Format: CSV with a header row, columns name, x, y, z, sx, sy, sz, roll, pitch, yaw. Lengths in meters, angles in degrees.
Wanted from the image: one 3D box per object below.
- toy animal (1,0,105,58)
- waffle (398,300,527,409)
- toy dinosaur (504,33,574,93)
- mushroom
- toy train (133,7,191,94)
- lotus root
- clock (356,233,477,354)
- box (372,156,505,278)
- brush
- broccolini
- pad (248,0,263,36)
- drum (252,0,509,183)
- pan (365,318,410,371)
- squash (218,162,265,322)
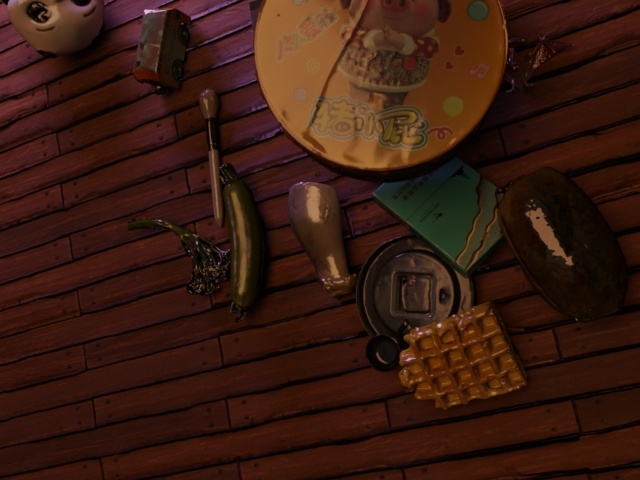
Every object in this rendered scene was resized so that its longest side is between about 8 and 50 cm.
name,x,y,z,sx,sy,sz,roll,pitch,yaw
toy animal,-0.605,-0.550,1.892,0.212,0.212,0.267,-43,66,14
waffle,0.231,0.208,1.473,0.211,0.055,0.160,-21,105,20
toy dinosaur,0.349,-0.320,1.534,0.220,0.032,0.108,-11,82,25
mushroom,0.000,0.000,1.614,0.116,0.093,0.225,-13,85,48
toy train,-0.337,-0.409,1.814,0.072,0.099,0.188,8,86,24
lotus root,0.404,0.008,1.395,0.160,0.152,0.275,-30,85,-10
clock,0.176,0.100,1.552,0.226,0.049,0.226,-2,84,23
box,0.230,-0.061,1.520,0.162,0.041,0.229,-44,67,-11
brush,-0.226,-0.174,1.773,0.042,0.039,0.299,-3,83,-15
broccolini,-0.299,0.032,1.765,0.271,0.062,0.123,23,78,19
pad,-0.019,-0.553,1.712,0.323,0.055,0.250,-17,76,40
drum,0.100,-0.307,1.436,0.431,0.214,0.431,0,90,5
pan,0.129,0.185,1.523,0.068,0.023,0.115,43,111,17
squash,-0.151,0.002,1.690,0.071,0.080,0.318,-11,81,40
